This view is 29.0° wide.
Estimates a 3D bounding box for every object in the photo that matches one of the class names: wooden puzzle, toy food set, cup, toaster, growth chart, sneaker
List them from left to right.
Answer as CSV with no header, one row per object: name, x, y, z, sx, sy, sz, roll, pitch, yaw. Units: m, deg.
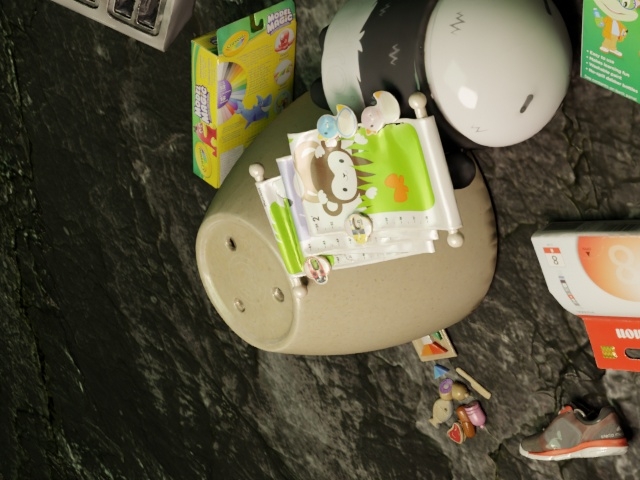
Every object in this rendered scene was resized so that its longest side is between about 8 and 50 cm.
toaster,-0.216,-0.323,1.400,0.168,0.110,0.185,24,143,-2
cup,0.000,0.000,1.413,0.331,0.237,0.331,28,132,36
growth chart,0.031,-0.045,1.195,0.237,0.021,0.172,-17,101,39
wooden puzzle,0.132,0.119,1.546,0.078,0.014,0.116,-27,95,55
toy food set,0.175,0.218,1.563,0.078,0.019,0.122,40,141,24
sneaker,0.288,0.216,1.410,0.158,0.061,0.064,-19,74,53

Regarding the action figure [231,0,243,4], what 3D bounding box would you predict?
action figure,-0.095,-0.326,1.451,0.232,0.063,0.137,0,119,54

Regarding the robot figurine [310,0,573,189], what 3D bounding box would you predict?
robot figurine,0.115,-0.171,1.215,0.278,0.174,0.209,2,120,50

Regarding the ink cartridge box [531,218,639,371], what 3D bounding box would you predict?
ink cartridge box,0.305,0.066,1.272,0.145,0.045,0.179,-1,112,51

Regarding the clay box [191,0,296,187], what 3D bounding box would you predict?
clay box,-0.093,-0.184,1.492,0.053,0.127,0.222,34,137,32

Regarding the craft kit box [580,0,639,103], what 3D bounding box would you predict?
craft kit box,0.329,-0.192,0.998,0.250,0.061,0.246,31,147,33
